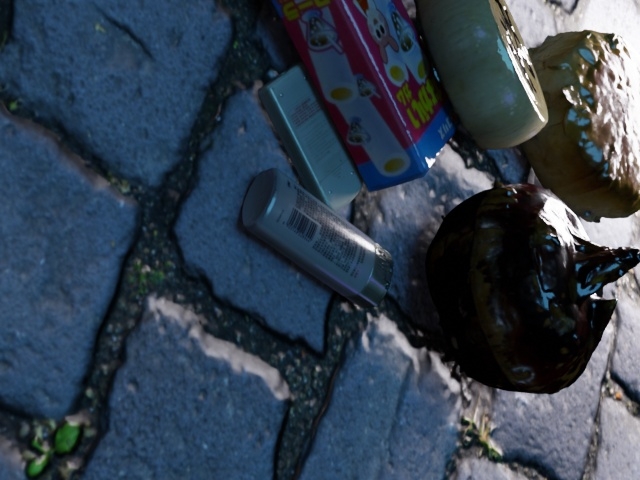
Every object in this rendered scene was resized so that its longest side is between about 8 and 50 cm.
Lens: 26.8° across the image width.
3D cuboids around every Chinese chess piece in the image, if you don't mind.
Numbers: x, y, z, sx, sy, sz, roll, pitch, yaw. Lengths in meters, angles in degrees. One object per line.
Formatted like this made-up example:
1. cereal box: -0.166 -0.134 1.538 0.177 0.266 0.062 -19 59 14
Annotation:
1. Chinese chess piece: 0.224 -0.251 1.860 0.257 0.104 0.257 56 21 -35

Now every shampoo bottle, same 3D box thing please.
1. shampoo bottle: 0.000 0.000 1.684 0.227 0.056 0.086 35 59 -36

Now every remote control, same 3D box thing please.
1. remote control: -0.010 -0.128 1.719 0.087 0.029 0.190 -43 112 -41

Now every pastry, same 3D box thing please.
1. pastry: 0.433 -0.192 2.108 0.330 0.136 0.329 12 72 -43

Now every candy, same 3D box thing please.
1. candy: 0.060 -0.234 1.746 0.306 0.100 0.157 60 33 -18

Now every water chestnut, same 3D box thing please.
1. water chestnut: 0.294 0.061 1.820 0.300 0.300 0.300 11 74 -44
